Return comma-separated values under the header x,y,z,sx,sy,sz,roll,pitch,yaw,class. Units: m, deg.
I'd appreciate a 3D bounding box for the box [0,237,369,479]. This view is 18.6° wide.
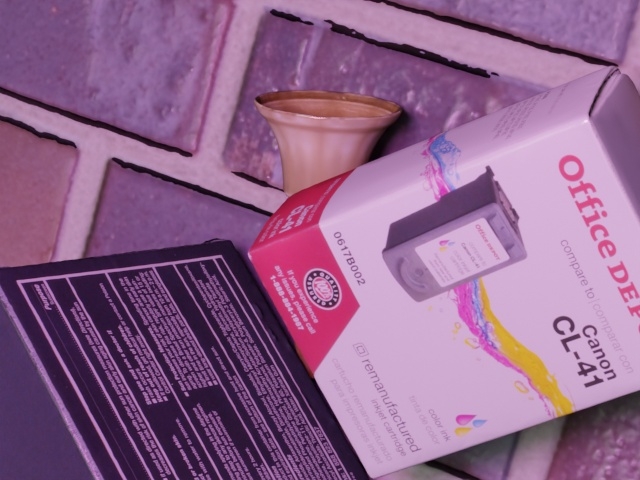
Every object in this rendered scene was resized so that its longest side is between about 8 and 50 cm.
x,y,z,sx,sy,sz,roll,pitch,yaw,class
-0.153,0.173,1.617,0.183,0.294,0.296,-42,69,32,box

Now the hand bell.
x,y,z,sx,sy,sz,roll,pitch,yaw,class
0.000,0.000,1.679,0.126,0.126,0.242,11,107,29,hand bell

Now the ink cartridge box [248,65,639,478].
x,y,z,sx,sy,sz,roll,pitch,yaw,class
0.133,0.029,1.529,0.306,0.131,0.226,-22,104,28,ink cartridge box
